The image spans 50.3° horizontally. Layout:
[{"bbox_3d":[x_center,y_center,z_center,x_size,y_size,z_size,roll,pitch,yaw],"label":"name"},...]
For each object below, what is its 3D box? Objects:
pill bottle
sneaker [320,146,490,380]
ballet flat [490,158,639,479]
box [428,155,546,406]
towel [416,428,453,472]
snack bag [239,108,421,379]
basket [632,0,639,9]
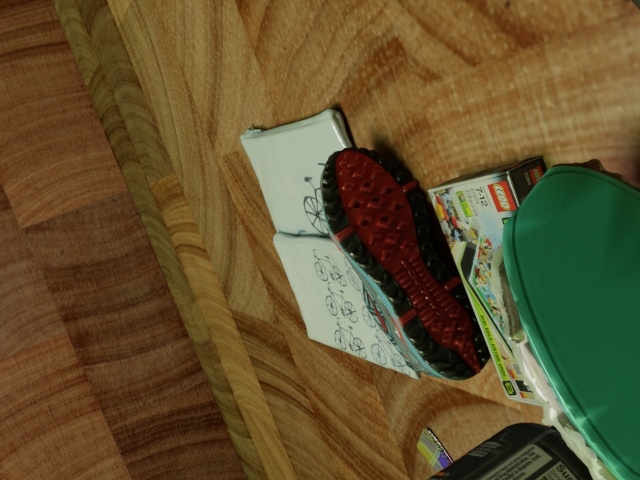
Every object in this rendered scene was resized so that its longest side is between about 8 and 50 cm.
[{"bbox_3d":[0.145,0.231,0.538,0.130,0.245,0.130,46,149,38],"label":"pill bottle"},{"bbox_3d":[0.065,0.032,0.708,0.262,0.104,0.125,63,160,7],"label":"sneaker"},{"bbox_3d":[0.241,0.138,0.398,0.409,0.147,0.147,56,156,22],"label":"ballet flat"},{"bbox_3d":[0.169,0.040,0.571,0.114,0.036,0.207,-11,102,67],"label":"box"},{"bbox_3d":[0.154,0.288,0.885,0.083,0.009,0.060,54,154,28],"label":"towel"},{"bbox_3d":[0.000,0.000,0.909,0.323,0.037,0.343,7,119,65],"label":"snack bag"},{"bbox_3d":[0.174,-0.143,0.238,0.227,0.154,0.204,59,163,7],"label":"basket"}]
